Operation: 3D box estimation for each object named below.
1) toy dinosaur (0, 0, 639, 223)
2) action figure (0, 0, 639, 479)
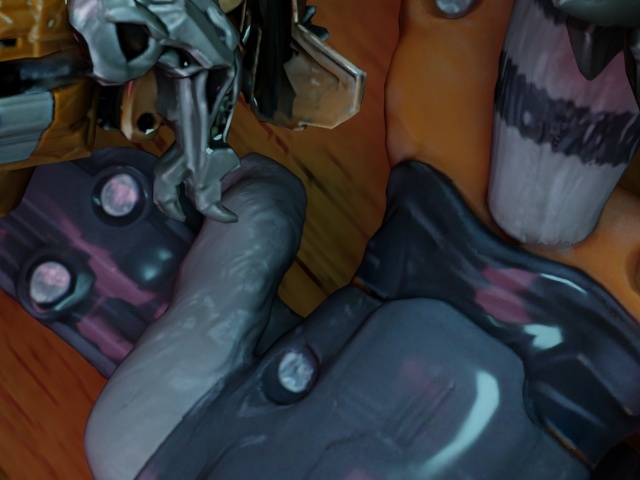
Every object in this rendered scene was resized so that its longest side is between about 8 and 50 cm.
[{"bbox_3d":[-0.017,-0.102,0.332,0.322,0.218,0.164,-49,50,24],"label":"toy dinosaur"},{"bbox_3d":[0.000,0.000,0.513,0.341,0.178,0.330,30,97,12],"label":"action figure"}]
